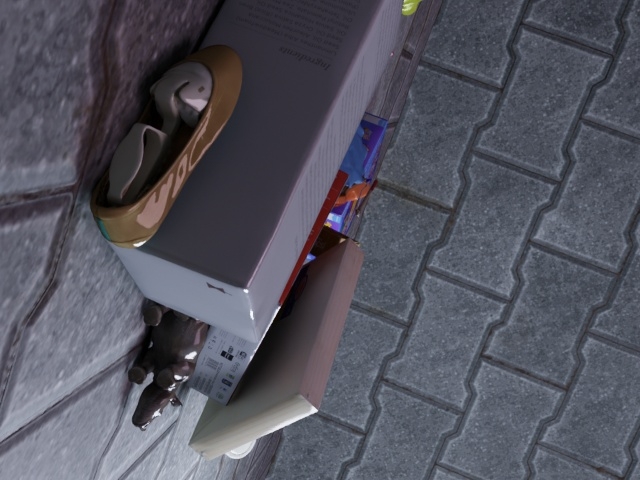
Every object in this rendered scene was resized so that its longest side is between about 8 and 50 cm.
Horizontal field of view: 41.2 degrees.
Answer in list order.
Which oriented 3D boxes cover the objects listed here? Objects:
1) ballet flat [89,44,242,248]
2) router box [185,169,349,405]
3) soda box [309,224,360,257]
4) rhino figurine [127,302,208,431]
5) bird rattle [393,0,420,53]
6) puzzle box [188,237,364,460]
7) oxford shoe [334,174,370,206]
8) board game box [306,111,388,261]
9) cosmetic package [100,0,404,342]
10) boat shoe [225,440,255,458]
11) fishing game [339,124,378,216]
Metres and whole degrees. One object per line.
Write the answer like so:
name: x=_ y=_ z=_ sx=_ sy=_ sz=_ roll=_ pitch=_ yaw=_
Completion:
ballet flat: x=-0.140 y=-0.103 z=0.792 sx=0.073 sy=0.080 sz=0.232 roll=61 pitch=48 yaw=-61
router box: x=-0.090 y=0.068 z=1.408 sx=0.301 sy=0.082 sz=0.335 roll=-62 pitch=-179 yaw=-41
soda box: x=0.000 y=0.000 z=1.749 sx=0.058 sy=0.181 sz=0.061 roll=15 pitch=98 yaw=-39
rhino figurine: x=-0.198 y=0.156 z=1.118 sx=0.106 sy=0.073 sz=0.243 roll=-45 pitch=157 yaw=-65
bird rattle: x=0.123 y=-0.455 z=1.543 sx=0.253 sy=0.143 sz=0.207 roll=90 pitch=6 yaw=-79
puzzle box: x=-0.068 y=0.185 z=1.533 sx=0.272 sy=0.052 sz=0.409 roll=-32 pitch=-157 yaw=34
oxford shoe: x=-0.008 y=-0.127 z=1.673 sx=0.363 sy=0.130 sz=0.133 roll=-27 pitch=106 yaw=-69
board game box: x=0.065 y=-0.133 z=2.205 sx=0.233 sy=0.078 sz=0.347 roll=102 pitch=12 yaw=-54
cosmetic package: x=-0.053 y=-0.137 z=0.969 sx=0.230 sy=0.161 sz=0.453 roll=92 pitch=20 yaw=-70
boat shoe: x=-0.165 y=0.287 z=1.784 sx=0.116 sy=0.099 sz=0.319 roll=20 pitch=81 yaw=-39
fishing game: x=0.039 y=-0.185 z=1.619 sx=0.264 sy=0.041 sz=0.189 roll=68 pitch=29 yaw=-26
